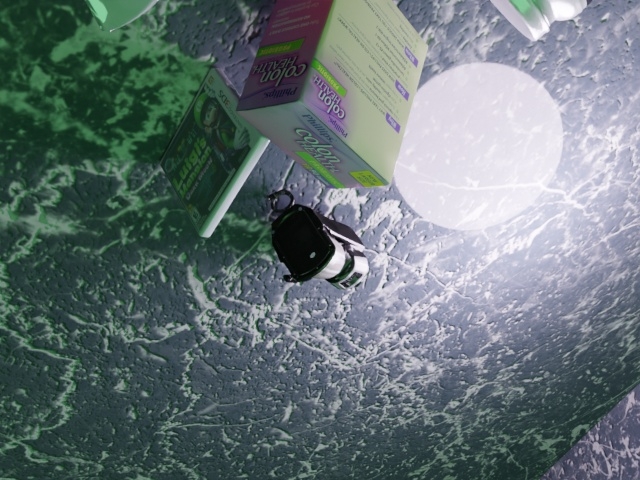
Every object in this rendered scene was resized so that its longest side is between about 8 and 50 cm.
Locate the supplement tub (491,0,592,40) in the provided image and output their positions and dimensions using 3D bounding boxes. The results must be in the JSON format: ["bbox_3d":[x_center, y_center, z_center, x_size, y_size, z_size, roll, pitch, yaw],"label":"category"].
[{"bbox_3d":[0.353,-0.435,0.974,0.272,0.191,0.191,-42,135,17],"label":"supplement tub"}]

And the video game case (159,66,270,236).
[{"bbox_3d":[-0.164,-0.131,1.043,0.022,0.173,0.190,5,130,-45],"label":"video game case"}]

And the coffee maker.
[{"bbox_3d":[0.000,0.000,1.283,0.120,0.171,0.178,-16,163,22],"label":"coffee maker"}]

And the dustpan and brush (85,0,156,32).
[{"bbox_3d":[-0.208,-0.371,0.882,0.211,0.060,0.147,-20,128,3],"label":"dustpan and brush"}]

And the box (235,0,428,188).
[{"bbox_3d":[0.026,-0.229,0.979,0.117,0.243,0.213,0,155,40],"label":"box"}]
